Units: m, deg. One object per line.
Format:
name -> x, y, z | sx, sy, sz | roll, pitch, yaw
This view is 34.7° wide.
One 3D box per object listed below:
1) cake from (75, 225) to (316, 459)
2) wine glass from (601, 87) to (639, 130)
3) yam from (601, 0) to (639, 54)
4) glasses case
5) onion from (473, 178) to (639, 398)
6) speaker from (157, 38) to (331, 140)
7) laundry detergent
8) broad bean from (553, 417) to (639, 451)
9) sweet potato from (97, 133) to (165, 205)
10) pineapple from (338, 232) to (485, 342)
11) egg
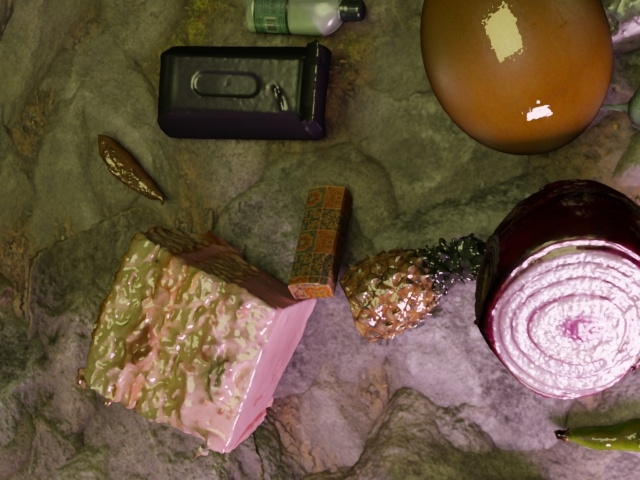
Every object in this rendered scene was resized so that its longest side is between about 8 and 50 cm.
cake -> -0.209, 0.167, 1.833 | 0.307, 0.293, 0.314 | 24, 101, 15
wine glass -> 0.501, -0.216, 1.666 | 0.196, 0.079, 0.079 | 6, 91, 23
yam -> 0.533, -0.390, 1.626 | 0.255, 0.154, 0.153 | -22, 81, 19
glasses case -> 0.000, 0.000, 1.816 | 0.075, 0.049, 0.218 | -5, 52, 22
onion -> 0.381, 0.059, 1.612 | 0.282, 0.260, 0.336 | -1, 123, 4
speaker -> -0.147, -0.280, 1.872 | 0.389, 0.184, 0.180 | 3, 90, 23
laundry detergent -> -0.026, -0.427, 1.888 | 0.226, 0.070, 0.099 | 6, 84, 23
broad bean -> 0.529, 0.309, 1.660 | 0.298, 0.043, 0.060 | -16, 73, 22
sweet potato -> -0.380, -0.137, 2.027 | 0.206, 0.068, 0.060 | 40, 127, 12
pineapple -> 0.180, 0.066, 1.753 | 0.279, 0.158, 0.157 | -24, 80, 16
egg -> 0.296, -0.301, 1.568 | 0.283, 0.282, 0.351 | -19, 102, 20
